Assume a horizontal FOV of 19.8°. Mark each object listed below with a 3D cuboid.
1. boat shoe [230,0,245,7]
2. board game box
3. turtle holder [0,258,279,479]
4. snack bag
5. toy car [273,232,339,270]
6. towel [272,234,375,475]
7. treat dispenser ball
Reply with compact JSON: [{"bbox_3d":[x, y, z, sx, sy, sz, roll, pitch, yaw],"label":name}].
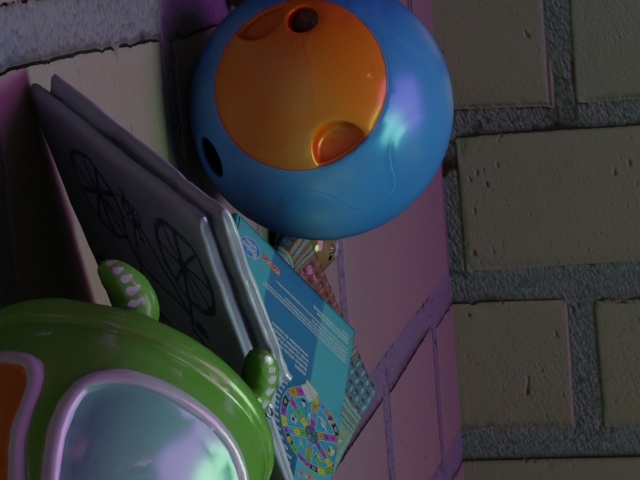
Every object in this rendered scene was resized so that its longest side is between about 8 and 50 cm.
[{"bbox_3d":[-0.075,-0.412,2.165,0.096,0.098,0.277,-64,158,-65],"label":"boat shoe"},{"bbox_3d":[-0.078,0.182,1.877,0.254,0.079,0.336,46,44,-45],"label":"board game box"},{"bbox_3d":[-0.154,0.199,1.350,0.227,0.243,0.320,-77,150,-43],"label":"turtle holder"},{"bbox_3d":[-0.117,0.054,1.535,0.323,0.037,0.342,35,-32,50],"label":"snack bag"},{"bbox_3d":[0.000,0.000,2.340,0.155,0.149,0.188,-80,177,-78],"label":"toy car"},{"bbox_3d":[-0.046,0.190,2.061,0.370,0.040,0.271,-60,136,-46],"label":"towel"},{"bbox_3d":[0.001,-0.144,2.001,0.288,0.288,0.288,-2,90,-77],"label":"treat dispenser ball"}]
